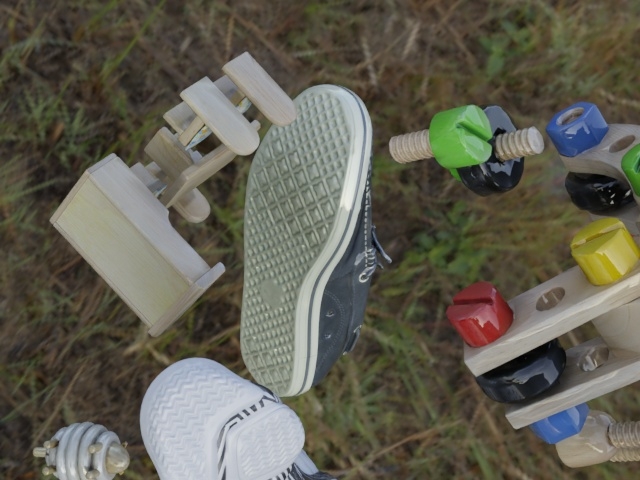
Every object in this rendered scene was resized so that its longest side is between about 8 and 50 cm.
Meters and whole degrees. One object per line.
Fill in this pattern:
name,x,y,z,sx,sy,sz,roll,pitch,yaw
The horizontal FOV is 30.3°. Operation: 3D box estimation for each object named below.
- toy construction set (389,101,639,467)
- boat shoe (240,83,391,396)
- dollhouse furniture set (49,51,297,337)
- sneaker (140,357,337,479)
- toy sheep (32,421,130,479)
toy construction set,0.237,0.036,0.732,0.257,0.237,0.309,-22,98,-50
boat shoe,0.000,0.000,1.631,0.156,0.500,0.186,-23,47,-36
dollhouse furniture set,-0.134,-0.041,1.248,0.161,0.212,0.242,47,44,0
sneaker,-0.101,0.202,1.157,0.137,0.210,0.366,-46,137,-11
toy sheep,-0.297,0.266,1.466,0.132,0.091,0.091,7,51,16
